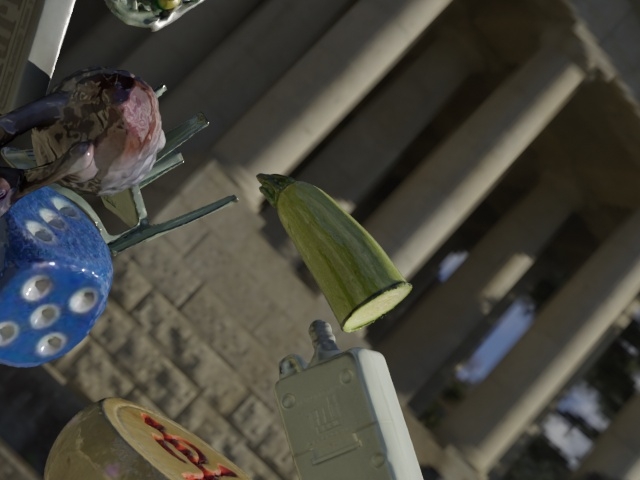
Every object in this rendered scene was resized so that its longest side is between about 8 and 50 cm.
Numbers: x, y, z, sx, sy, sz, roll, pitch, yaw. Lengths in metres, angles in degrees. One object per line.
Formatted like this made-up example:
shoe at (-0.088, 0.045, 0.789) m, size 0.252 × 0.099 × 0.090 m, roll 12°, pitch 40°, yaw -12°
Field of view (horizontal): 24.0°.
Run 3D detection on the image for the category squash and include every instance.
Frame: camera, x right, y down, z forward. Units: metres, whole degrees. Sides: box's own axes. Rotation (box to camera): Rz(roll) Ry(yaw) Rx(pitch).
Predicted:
squash at (0.000, 0.000, 1.720) m, size 0.224 × 0.094 × 0.094 m, roll 50°, pitch -11°, yaw 19°

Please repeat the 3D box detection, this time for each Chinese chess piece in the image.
Chinese chess piece at (-0.152, 0.257, 1.491) m, size 0.251 × 0.097 × 0.251 m, roll 35°, pitch 3°, yaw -2°

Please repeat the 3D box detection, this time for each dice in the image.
dice at (-0.301, 0.029, 1.478) m, size 0.146 × 0.143 × 0.146 m, roll 19°, pitch 27°, yaw -49°

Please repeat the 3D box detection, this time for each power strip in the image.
power strip at (0.042, 0.228, 1.285) m, size 0.058 × 0.098 × 0.338 m, roll 14°, pitch 55°, yaw -60°

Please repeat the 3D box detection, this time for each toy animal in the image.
toy animal at (-0.172, -0.073, 1.086) m, size 0.090 × 0.195 × 0.324 m, roll 68°, pitch 23°, yaw -2°

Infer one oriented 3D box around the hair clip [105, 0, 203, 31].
hair clip at (-0.077, -0.284, 1.294) m, size 0.091 × 0.321 × 0.138 m, roll -3°, pitch -66°, yaw 29°

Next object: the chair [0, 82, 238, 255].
chair at (-0.295, -0.099, 2.151) m, size 0.203 × 0.274 × 0.191 m, roll 35°, pitch -32°, yaw 46°

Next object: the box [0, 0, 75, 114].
box at (-0.220, -0.185, 1.134) m, size 0.036 × 0.177 × 0.115 m, roll 13°, pitch 11°, yaw -37°
